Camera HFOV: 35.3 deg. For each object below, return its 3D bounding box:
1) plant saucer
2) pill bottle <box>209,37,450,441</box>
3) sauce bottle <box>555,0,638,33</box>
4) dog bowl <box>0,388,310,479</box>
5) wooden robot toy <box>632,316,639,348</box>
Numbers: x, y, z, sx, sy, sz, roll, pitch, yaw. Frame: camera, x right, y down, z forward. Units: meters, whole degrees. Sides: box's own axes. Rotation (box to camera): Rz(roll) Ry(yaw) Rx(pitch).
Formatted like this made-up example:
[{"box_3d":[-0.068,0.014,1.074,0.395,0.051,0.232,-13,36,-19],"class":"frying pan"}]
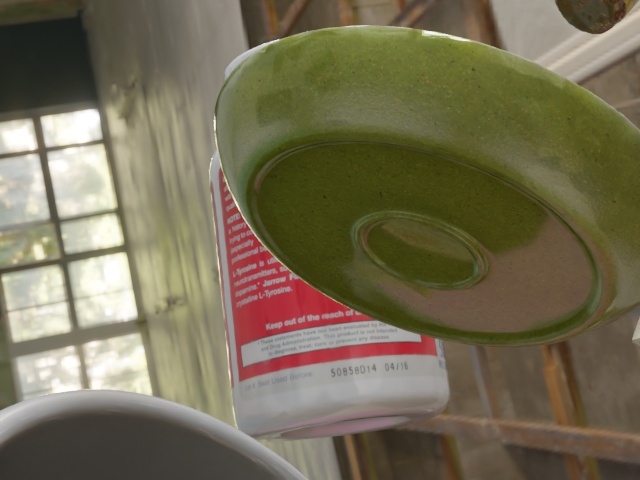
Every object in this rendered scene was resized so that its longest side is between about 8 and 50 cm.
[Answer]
[{"box_3d":[0.053,-0.007,0.495,0.241,0.241,0.037,111,1,-63],"class":"plant saucer"},{"box_3d":[0.000,0.000,1.094,0.229,0.229,0.408,126,-41,-70],"class":"pill bottle"},{"box_3d":[0.179,-0.167,0.555,0.042,0.128,0.042,35,-23,17],"class":"sauce bottle"},{"box_3d":[-0.077,0.219,0.503,0.102,0.348,0.349,-51,-141,22],"class":"dog bowl"},{"box_3d":[0.195,0.042,0.341,0.079,0.173,0.076,-53,-160,38],"class":"wooden robot toy"}]
